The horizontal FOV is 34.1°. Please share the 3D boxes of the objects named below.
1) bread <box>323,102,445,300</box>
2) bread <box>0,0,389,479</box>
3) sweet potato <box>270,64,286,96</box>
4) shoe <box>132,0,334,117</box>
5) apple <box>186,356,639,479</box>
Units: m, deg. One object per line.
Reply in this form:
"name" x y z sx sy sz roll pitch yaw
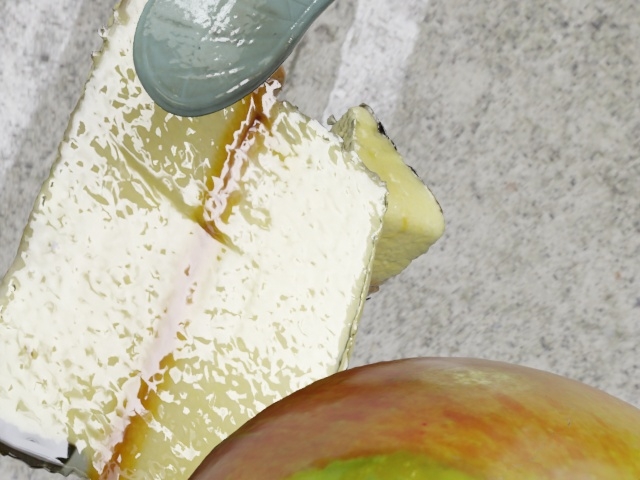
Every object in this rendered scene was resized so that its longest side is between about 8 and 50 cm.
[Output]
"bread" 0.000 0.000 1.152 0.178 0.266 0.142 45 42 0
"bread" -0.105 0.039 0.907 0.345 0.405 0.242 25 23 -3
"sweet potato" -0.147 -0.207 1.412 0.097 0.097 0.292 52 36 6
"shoe" -0.040 -0.189 0.760 0.251 0.100 0.103 -42 112 -12
"apple" 0.051 0.164 0.398 0.246 0.226 0.246 6 79 -35
